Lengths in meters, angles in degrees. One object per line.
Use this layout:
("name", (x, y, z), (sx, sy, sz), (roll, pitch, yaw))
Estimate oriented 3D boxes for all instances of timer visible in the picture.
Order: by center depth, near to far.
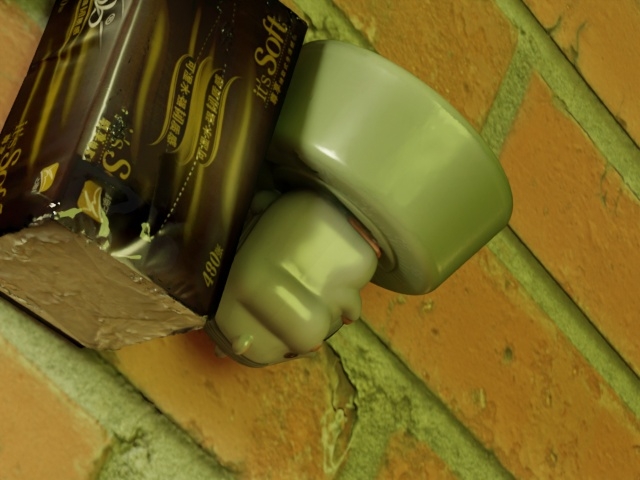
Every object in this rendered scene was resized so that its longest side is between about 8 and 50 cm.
("timer", (0.000, 0.000, 1.792), (0.291, 0.290, 0.315), (47, 71, -26))

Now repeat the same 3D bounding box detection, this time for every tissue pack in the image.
("tissue pack", (-0.177, -0.104, 1.654), (0.210, 0.198, 0.370), (34, 56, -30))
